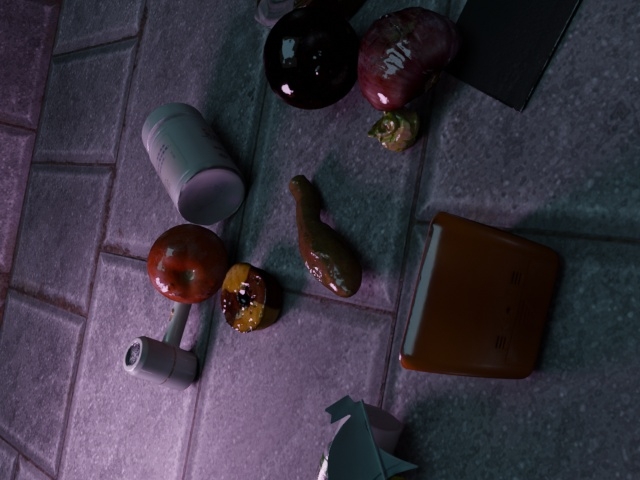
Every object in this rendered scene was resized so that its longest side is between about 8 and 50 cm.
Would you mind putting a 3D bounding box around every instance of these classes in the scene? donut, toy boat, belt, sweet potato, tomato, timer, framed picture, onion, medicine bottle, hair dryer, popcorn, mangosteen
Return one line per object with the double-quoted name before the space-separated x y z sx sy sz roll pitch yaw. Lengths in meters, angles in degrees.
"donut" -0.164 0.140 1.992 0.184 0.073 0.166 9 87 50
"toy boat" 0.083 0.419 1.491 0.067 0.220 0.291 -114 7 -79
"belt" -0.012 -0.604 1.963 0.338 0.122 0.217 -23 62 43
"sweet potato" 0.000 0.000 1.815 0.109 0.109 0.385 -57 38 24
"tomato" -0.338 0.058 2.124 0.184 0.208 0.208 -117 48 -68
"timer" 0.249 0.097 1.366 0.161 0.250 0.257 16 93 50
"framed picture" 0.368 -0.437 1.544 0.255 0.014 0.339 43 114 46
"onion" 0.145 -0.389 1.676 0.227 0.120 0.283 -46 30 2
"medicine bottle" 0.064 0.442 1.593 0.139 0.139 0.237 33 107 49
"hair dryer" -0.390 0.204 2.203 0.107 0.173 0.357 -7 63 47
"popcorn" 0.155 -0.230 1.696 0.109 0.089 0.097 14 103 48
"mangosteen" -0.029 -0.410 1.860 0.265 0.228 0.228 34 108 64
"medicine bottle" -0.343 -0.210 2.203 0.190 0.190 0.332 -57 44 24
